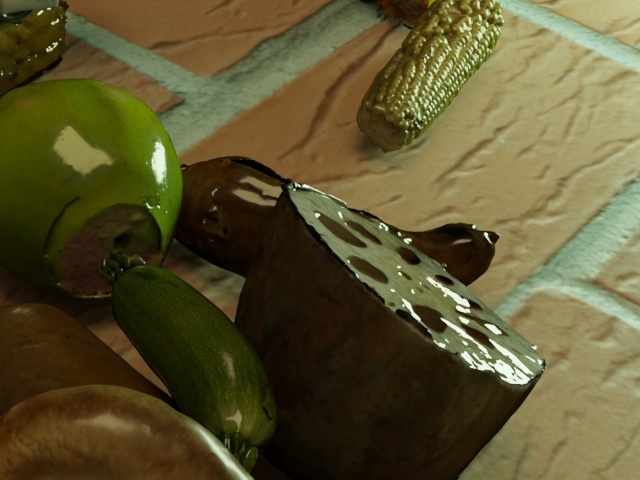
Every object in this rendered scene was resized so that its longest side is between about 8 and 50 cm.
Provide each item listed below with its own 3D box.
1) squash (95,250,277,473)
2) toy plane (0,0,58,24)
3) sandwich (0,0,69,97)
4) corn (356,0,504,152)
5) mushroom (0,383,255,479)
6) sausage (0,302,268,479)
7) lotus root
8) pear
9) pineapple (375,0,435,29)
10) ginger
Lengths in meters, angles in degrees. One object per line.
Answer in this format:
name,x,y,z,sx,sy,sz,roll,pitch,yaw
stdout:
squash,-0.091,0.091,1.303,0.080,0.071,0.318,-16,30,-15
toy plane,-0.301,-0.304,1.736,0.252,0.118,0.252,5,40,-4
sandwich,-0.434,-0.213,1.758,0.273,0.095,0.249,26,42,17
corn,0.115,-0.184,1.845,0.086,0.086,0.288,21,40,15
mushroom,-0.146,0.232,1.134,0.278,0.278,0.146,13,15,5
sausage,-0.103,0.193,1.290,0.501,0.123,0.136,34,42,29
lotus root,0.036,0.097,1.390,0.272,0.192,0.272,27,12,-6
pear,-0.218,-0.057,1.536,0.188,0.187,0.219,-7,42,-20
pineapple,0.138,-0.446,2.019,0.209,0.286,0.344,26,40,20
ginger,-0.008,0.001,1.573,0.309,0.107,0.133,19,14,13
